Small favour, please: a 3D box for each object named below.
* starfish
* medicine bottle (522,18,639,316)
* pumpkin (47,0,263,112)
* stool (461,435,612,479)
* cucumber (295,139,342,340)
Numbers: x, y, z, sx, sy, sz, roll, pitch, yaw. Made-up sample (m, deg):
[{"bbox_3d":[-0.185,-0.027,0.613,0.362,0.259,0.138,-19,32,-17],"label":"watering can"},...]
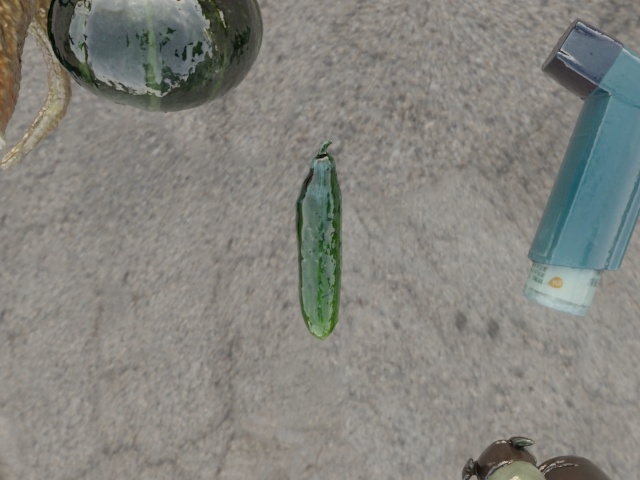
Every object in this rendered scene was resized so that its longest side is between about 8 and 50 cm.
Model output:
[{"bbox_3d":[-0.348,-0.257,0.738,0.132,0.384,0.398,-18,113,9],"label":"starfish"},{"bbox_3d":[0.242,-0.064,0.729,0.124,0.079,0.259,16,96,3],"label":"medicine bottle"},{"bbox_3d":[-0.127,-0.168,0.620,0.167,0.167,0.125,23,115,0],"label":"pumpkin"},{"bbox_3d":[0.229,0.270,0.761,0.125,0.121,0.217,-46,115,7],"label":"stool"},{"bbox_3d":[0.000,0.000,0.582,0.037,0.037,0.155,3,111,7],"label":"cucumber"}]
